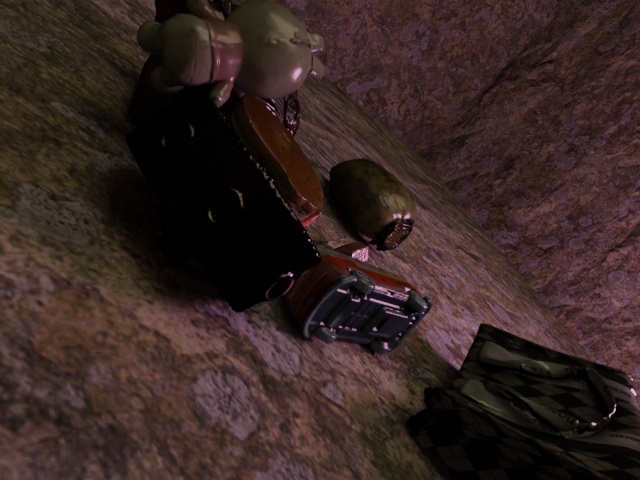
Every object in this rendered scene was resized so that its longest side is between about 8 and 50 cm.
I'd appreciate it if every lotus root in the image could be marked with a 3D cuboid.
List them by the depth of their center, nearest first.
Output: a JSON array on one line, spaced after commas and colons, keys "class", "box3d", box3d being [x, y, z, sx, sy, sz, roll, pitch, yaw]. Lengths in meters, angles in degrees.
[{"class": "lotus root", "box3d": [0.112, -0.109, 1.289, 0.173, 0.173, 0.309, 24, 20, -46]}]

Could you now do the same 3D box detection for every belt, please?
[{"class": "belt", "box3d": [-0.129, -0.042, 0.649, 0.289, 0.164, 0.184, 54, -5, 27]}]

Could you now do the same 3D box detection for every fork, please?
[{"class": "fork", "box3d": [0.004, 0.004, 0.999, 0.028, 0.034, 0.219, 43, 17, 21]}]

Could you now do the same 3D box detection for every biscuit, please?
[{"class": "biscuit", "box3d": [-0.069, -0.129, 0.828, 0.208, 0.049, 0.181, 53, 16, -7]}]

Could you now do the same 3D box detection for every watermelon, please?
[{"class": "watermelon", "box3d": [0.060, 0.042, 0.985, 0.092, 0.072, 0.084, 50, 37, 1]}]

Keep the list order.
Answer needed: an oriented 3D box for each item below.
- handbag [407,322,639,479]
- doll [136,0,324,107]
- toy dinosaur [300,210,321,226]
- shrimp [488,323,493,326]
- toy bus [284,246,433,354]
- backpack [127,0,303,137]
[{"class": "handbag", "box3d": [0.337, 0.276, 0.850, 0.316, 0.180, 0.416, 23, 16, 21]}, {"class": "doll", "box3d": [-0.110, -0.263, 0.745, 0.275, 0.155, 0.113, -8, 4, -19]}, {"class": "toy dinosaur", "box3d": [-0.103, -0.057, 0.899, 0.139, 0.070, 0.286, 26, 14, 13]}, {"class": "shrimp", "box3d": [0.471, 0.307, 1.319, 0.126, 0.047, 0.223, 36, 25, -44]}, {"class": "toy bus", "box3d": [0.053, 0.090, 0.813, 0.265, 0.121, 0.120, 21, 22, -48]}, {"class": "backpack", "box3d": [-0.156, -0.266, 0.936, 0.317, 0.197, 0.283, 28, 63, -43]}]
